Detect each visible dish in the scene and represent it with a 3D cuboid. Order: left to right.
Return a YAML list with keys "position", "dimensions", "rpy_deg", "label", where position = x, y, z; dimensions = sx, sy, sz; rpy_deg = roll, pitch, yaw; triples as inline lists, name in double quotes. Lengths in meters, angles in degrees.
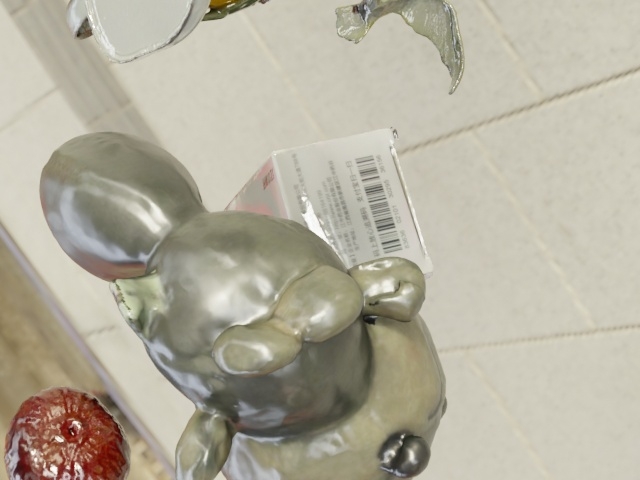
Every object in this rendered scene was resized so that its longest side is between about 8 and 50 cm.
- position: [-0.254, -0.305, 1.691]
  dimensions: [0.078, 0.141, 0.141]
  rpy_deg: [47, 152, -1]
  label: "dish"

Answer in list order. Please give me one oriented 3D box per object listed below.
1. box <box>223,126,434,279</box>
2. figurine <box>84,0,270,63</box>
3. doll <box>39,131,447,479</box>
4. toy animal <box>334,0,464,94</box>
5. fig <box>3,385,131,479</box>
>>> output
- position: [0.000, -0.001, 1.687]
  dimensions: [0.333, 0.145, 0.173]
  rpy_deg: [143, 111, -72]
  label: "box"
- position: [-0.072, -0.232, 1.090]
  dimensions: [0.250, 0.141, 0.167]
  rpy_deg: [-35, 68, 55]
  label: "figurine"
- position: [-0.041, 0.068, 1.277]
  dimensions: [0.379, 0.252, 0.382]
  rpy_deg: [59, 178, 35]
  label: "doll"
- position: [0.082, -0.256, 1.477]
  dimensions: [0.219, 0.095, 0.155]
  rpy_deg: [62, 150, 24]
  label: "toy animal"
- position: [-0.216, 0.207, 1.330]
  dimensions: [0.119, 0.119, 0.153]
  rpy_deg: [25, 156, 40]
  label: "fig"
